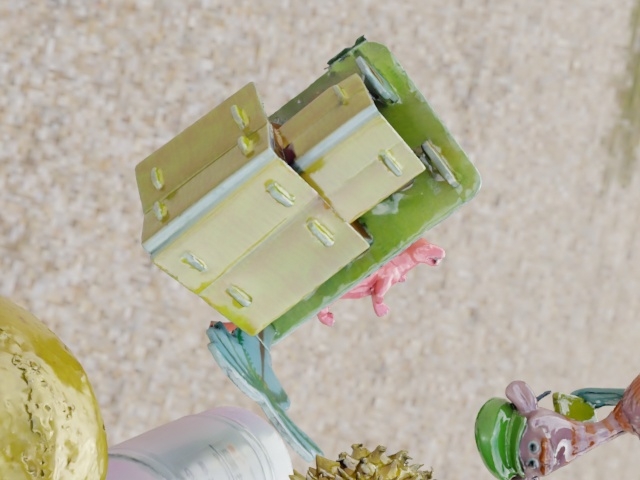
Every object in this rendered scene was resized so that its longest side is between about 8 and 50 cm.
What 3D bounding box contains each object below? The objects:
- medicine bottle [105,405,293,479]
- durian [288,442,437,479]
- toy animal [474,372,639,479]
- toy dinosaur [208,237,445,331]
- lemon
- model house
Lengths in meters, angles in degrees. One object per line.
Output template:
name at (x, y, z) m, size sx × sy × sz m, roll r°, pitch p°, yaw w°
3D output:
medicine bottle at (-0.141, 0.259, 1.591) m, size 0.254 × 0.152 × 0.152 m, roll -13°, pitch 114°, yaw -66°
durian at (0.035, 0.258, 1.134) m, size 0.138 × 0.183 × 0.249 m, roll -39°, pitch 157°, yaw -51°
toy animal at (0.216, 0.117, 1.133) m, size 0.100 × 0.208 × 0.103 m, roll 61°, pitch 20°, yaw -10°
toy dinosaur at (0.005, 0.027, 1.828) m, size 0.070 × 0.286 × 0.139 m, roll -111°, pitch -168°, yaw -49°
lemon at (-0.318, 0.159, 1.329) m, size 0.258 × 0.310 × 0.258 m, roll -35°, pitch 147°, yaw -27°
model house at (0.000, 0.000, 1.523) m, size 0.300 × 0.340 × 0.323 m, roll -37°, pitch 171°, yaw 11°
